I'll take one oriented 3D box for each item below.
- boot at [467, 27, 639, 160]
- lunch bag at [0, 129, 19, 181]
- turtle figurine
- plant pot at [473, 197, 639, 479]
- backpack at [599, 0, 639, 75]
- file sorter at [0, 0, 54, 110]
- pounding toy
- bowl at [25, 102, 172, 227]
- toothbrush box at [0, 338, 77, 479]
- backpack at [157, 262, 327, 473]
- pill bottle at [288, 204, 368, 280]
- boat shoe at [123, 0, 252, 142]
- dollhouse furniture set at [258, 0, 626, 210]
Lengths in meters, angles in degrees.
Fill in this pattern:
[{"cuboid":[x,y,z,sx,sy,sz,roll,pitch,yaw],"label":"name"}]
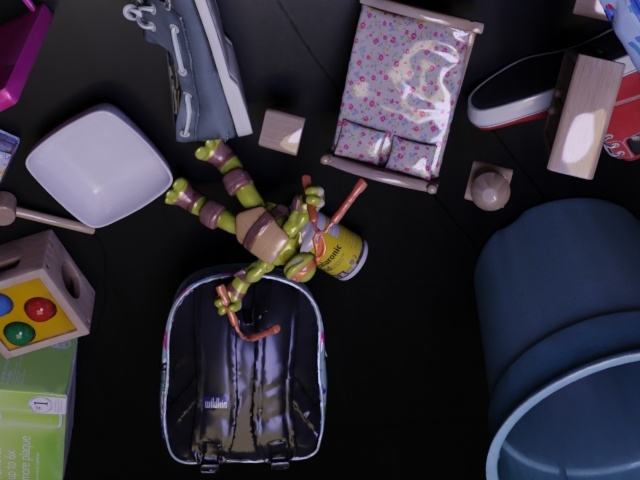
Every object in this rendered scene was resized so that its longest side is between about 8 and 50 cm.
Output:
[{"cuboid":[0.307,-0.144,1.187,0.244,0.088,0.176,-19,131,6],"label":"boot"},{"cuboid":[-0.414,-0.103,1.179,0.083,0.053,0.071,27,122,-14],"label":"lunch bag"},{"cuboid":[-0.069,-0.027,1.186,0.217,0.087,0.269,44,121,11],"label":"turtle figurine"},{"cuboid":[0.351,0.141,1.266,0.341,0.334,0.341,-2,130,-2],"label":"plant pot"},{"cuboid":[0.376,-0.236,0.837,0.290,0.273,0.355,-44,94,-14],"label":"backpack"},{"cuboid":[-0.460,-0.197,1.002,0.291,0.202,0.182,-23,125,14],"label":"file sorter"},{"cuboid":[-0.374,0.040,1.274,0.181,0.094,0.206,-17,130,9],"label":"pounding toy"},{"cuboid":[-0.264,-0.097,1.195,0.142,0.053,0.142,-27,127,18],"label":"bowl"},{"cuboid":[-0.500,0.234,1.410,0.283,0.122,0.206,8,129,-10],"label":"toothbrush box"},{"cuboid":[-0.101,0.156,1.318,0.225,0.191,0.253,-1,102,-4],"label":"backpack"},{"cuboid":[0.000,0.000,1.293,0.116,0.065,0.065,31,121,-26],"label":"pill bottle"},{"cuboid":[-0.156,-0.230,1.054,0.099,0.116,0.319,-15,135,3],"label":"boat shoe"},{"cuboid":[0.122,-0.191,1.028,0.356,0.174,0.303,14,106,6],"label":"dollhouse furniture set"}]
